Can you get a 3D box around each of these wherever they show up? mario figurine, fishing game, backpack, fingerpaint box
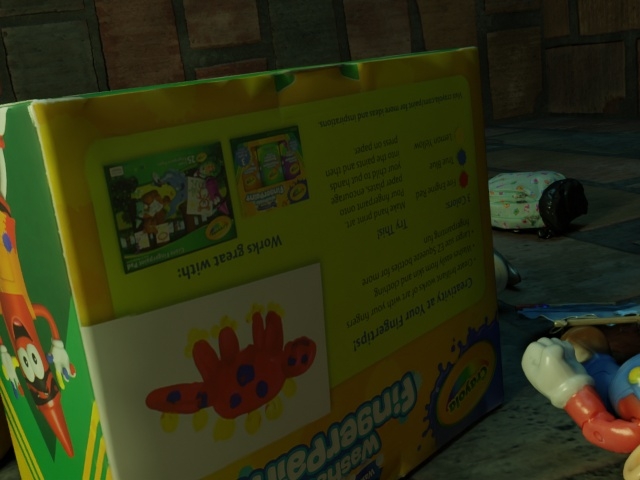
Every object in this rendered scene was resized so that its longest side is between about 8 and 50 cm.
[{"bbox_3d":[0.294,0.110,0.590,0.198,0.170,0.320,-41,2,7],"label":"mario figurine"},{"bbox_3d":[0.330,0.093,0.872,0.189,0.041,0.264,-3,-2,2],"label":"fishing game"},{"bbox_3d":[0.410,-0.075,1.446,0.152,0.115,0.182,-22,17,-40],"label":"backpack"},{"bbox_3d":[-0.035,0.043,0.630,0.163,0.371,0.445,5,19,44],"label":"fingerpaint box"}]

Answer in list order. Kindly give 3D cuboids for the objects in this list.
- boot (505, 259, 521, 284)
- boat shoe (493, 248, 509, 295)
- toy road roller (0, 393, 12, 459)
[{"bbox_3d":[0.248,0.056,1.155,0.087,0.042,0.118,-17,14,-11],"label":"boot"},{"bbox_3d":[0.153,0.033,1.132,0.320,0.116,0.099,-2,17,42],"label":"boat shoe"},{"bbox_3d":[-0.399,0.137,0.838,0.241,0.202,0.330,18,31,35],"label":"toy road roller"}]
